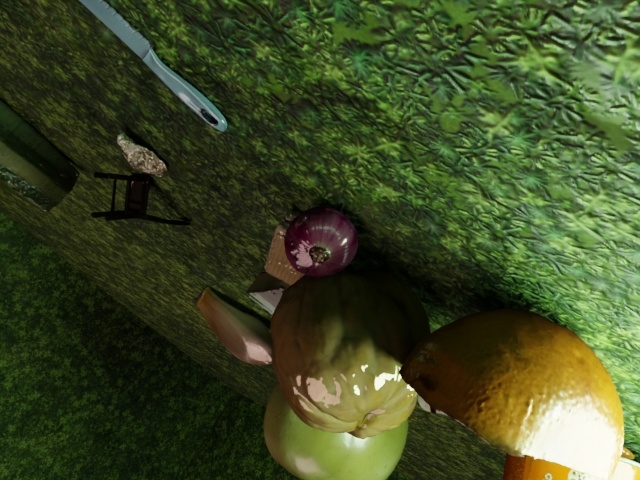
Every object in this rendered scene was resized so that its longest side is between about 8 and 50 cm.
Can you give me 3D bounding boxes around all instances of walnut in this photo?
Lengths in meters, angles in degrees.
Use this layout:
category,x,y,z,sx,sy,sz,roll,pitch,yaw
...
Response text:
category,x,y,z,sx,sy,sz,roll,pitch,yaw
walnut,0.050,0.181,1.005,0.285,0.285,0.296,13,172,40

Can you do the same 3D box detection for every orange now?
category,x,y,z,sx,sy,sz,roll,pitch,yaw
orange,0.263,0.217,0.829,0.310,0.274,0.274,-8,166,-17

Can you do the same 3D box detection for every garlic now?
category,x,y,z,sx,sy,sz,roll,pitch,yaw
garlic,-0.252,0.261,1.797,0.318,0.112,0.143,36,136,10

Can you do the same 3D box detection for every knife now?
category,x,y,z,sx,sy,sz,roll,pitch,yaw
knife,-0.242,-0.260,0.811,0.313,0.019,0.044,42,149,-20

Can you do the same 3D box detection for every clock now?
category,x,y,z,sx,sy,sz,roll,pitch,yaw
clock,-0.061,0.128,1.308,0.147,0.071,0.192,40,157,-18

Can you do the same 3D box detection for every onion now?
category,x,y,z,sx,sy,sz,roll,pitch,yaw
onion,0.000,0.000,0.926,0.115,0.104,0.115,0,126,0

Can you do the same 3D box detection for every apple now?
category,x,y,z,sx,sy,sz,roll,pitch,yaw
apple,0.047,0.434,1.462,0.357,0.357,0.357,28,158,12

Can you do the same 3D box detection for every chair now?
category,x,y,z,sx,sy,sz,roll,pitch,yaw
chair,-0.376,-0.088,1.295,0.212,0.101,0.084,1,-173,-45

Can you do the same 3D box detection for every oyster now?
category,x,y,z,sx,sy,sz,roll,pitch,yaw
oyster,-0.338,-0.156,1.129,0.100,0.037,0.098,34,159,-4

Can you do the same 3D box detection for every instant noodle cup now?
category,x,y,z,sx,sy,sz,roll,pitch,yaw
instant noodle cup,0.458,0.489,1.108,0.296,0.214,0.296,21,166,5

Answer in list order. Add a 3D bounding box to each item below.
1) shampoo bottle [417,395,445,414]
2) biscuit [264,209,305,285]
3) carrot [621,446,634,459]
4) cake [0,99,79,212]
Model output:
category,x,y,z,sx,sy,sz,roll,pitch,yaw
shampoo bottle,0.288,0.341,1.284,0.074,0.074,0.192,40,157,-18
biscuit,-0.038,0.029,1.082,0.108,0.062,0.239,32,159,2
carrot,0.507,0.370,1.108,0.142,0.035,0.035,18,154,22
cake,-0.716,-0.206,1.379,0.283,0.158,0.172,32,157,-2
